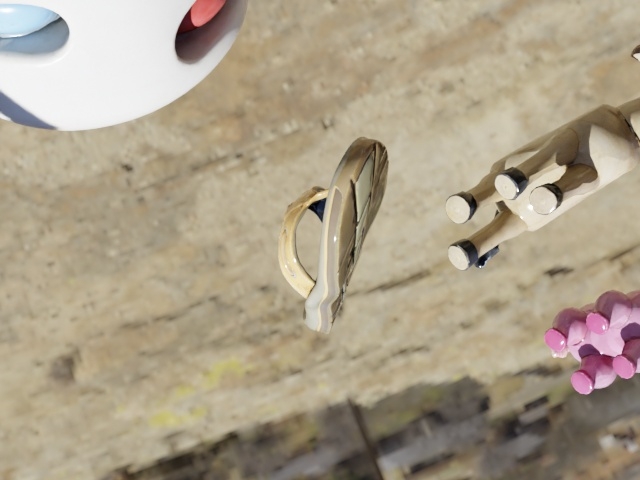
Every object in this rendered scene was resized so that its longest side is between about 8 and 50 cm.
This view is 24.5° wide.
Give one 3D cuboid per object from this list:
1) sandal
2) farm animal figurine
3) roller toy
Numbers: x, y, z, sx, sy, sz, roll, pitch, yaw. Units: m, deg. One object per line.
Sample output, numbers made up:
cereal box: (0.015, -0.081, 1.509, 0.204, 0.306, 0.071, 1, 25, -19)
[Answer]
sandal: (0.000, 0.000, 0.852, 0.049, 0.072, 0.180, 23, 154, 4)
farm animal figurine: (0.256, -0.043, 0.854, 0.172, 0.330, 0.326, -32, 144, -39)
roller toy: (-0.142, -0.175, 0.853, 0.209, 0.191, 0.146, -24, 142, -9)
